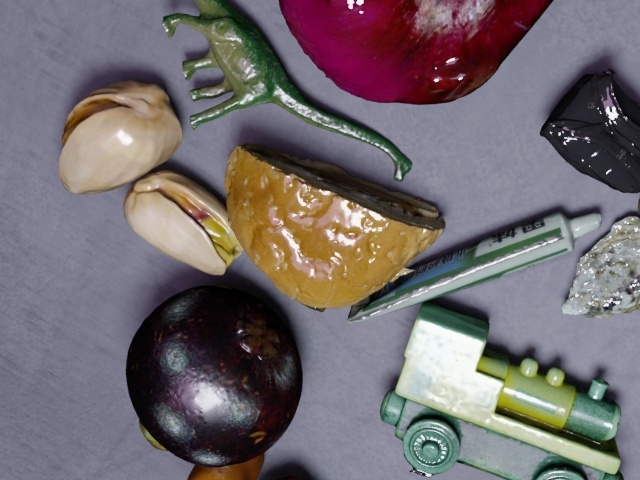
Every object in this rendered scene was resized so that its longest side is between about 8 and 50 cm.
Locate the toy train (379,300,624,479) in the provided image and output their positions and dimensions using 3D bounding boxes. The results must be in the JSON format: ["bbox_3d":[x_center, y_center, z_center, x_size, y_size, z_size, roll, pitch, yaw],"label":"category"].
[{"bbox_3d":[0.281,0.256,1.343,0.369,0.150,0.237,19,103,8],"label":"toy train"}]

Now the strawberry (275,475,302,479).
[{"bbox_3d":[-0.074,0.551,1.485,0.292,0.292,0.343,1,81,16],"label":"strawberry"}]

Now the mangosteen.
[{"bbox_3d":[-0.168,0.210,1.392,0.288,0.288,0.288,4,106,15],"label":"mangosteen"}]

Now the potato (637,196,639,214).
[{"bbox_3d":[0.512,-0.026,1.179,0.200,0.154,0.137,19,110,-7],"label":"potato"}]

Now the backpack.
[{"bbox_3d":[0.381,-0.137,1.224,0.165,0.106,0.120,44,90,-16],"label":"backpack"}]

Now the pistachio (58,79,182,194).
[{"bbox_3d":[-0.317,-0.153,1.405,0.229,0.157,0.157,-29,95,33],"label":"pistachio"}]

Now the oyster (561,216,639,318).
[{"bbox_3d":[0.426,0.049,1.285,0.125,0.064,0.177,29,109,11],"label":"oyster"}]

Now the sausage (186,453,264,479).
[{"bbox_3d":[-0.153,0.373,1.442,0.098,0.238,0.098,3,104,12],"label":"sausage"}]

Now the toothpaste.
[{"bbox_3d":[0.218,0.036,1.330,0.392,0.099,0.061,-21,105,17],"label":"toothpaste"}]

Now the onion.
[{"bbox_3d":[0.087,-0.379,1.161,0.420,0.398,0.398,27,118,53],"label":"onion"}]

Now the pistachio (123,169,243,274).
[{"bbox_3d":[-0.211,-0.028,1.422,0.200,0.117,0.145,32,149,-2],"label":"pistachio"}]

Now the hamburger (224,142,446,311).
[{"bbox_3d":[0.000,0.002,1.340,0.330,0.162,0.209,19,108,5],"label":"hamburger"}]

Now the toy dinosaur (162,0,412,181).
[{"bbox_3d":[-0.060,-0.271,1.331,0.301,0.087,0.447,-13,97,7],"label":"toy dinosaur"}]
